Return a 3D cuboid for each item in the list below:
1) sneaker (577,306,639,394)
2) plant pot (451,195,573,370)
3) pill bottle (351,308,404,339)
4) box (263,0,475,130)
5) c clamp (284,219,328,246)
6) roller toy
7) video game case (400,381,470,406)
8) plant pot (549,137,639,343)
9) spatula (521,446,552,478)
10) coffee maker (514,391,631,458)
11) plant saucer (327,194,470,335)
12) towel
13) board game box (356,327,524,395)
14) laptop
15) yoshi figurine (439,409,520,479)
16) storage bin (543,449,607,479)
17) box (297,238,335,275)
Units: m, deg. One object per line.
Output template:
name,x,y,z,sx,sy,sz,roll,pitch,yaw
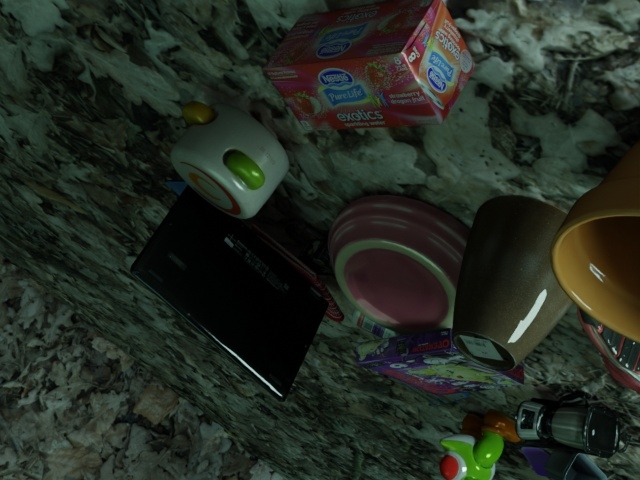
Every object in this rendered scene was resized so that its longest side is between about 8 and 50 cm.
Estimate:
sneaker,0.517,0.193,1.497,0.314,0.116,0.136,41,155,-22
plant pot,0.304,0.084,1.405,0.215,0.230,0.215,25,153,14
pill bottle,0.172,0.167,1.827,0.194,0.108,0.108,26,153,11
box,0.064,-0.240,1.218,0.257,0.122,0.128,5,142,43
c clamp,0.000,0.000,1.825,0.161,0.022,0.137,30,159,1
roller toy,-0.162,-0.149,1.592,0.209,0.146,0.191,31,162,18
video game case,0.279,0.361,2.155,0.119,0.015,0.166,34,153,-7
plant pot,0.462,-0.014,1.098,0.291,0.203,0.291,25,152,14
spatula,0.620,0.617,2.217,0.296,0.030,0.084,42,150,-20
coffee maker,0.525,0.402,1.847,0.178,0.120,0.171,-2,139,49
plant saucer,0.155,0.066,1.629,0.332,0.084,0.332,20,141,17
towel,-0.048,0.077,1.882,0.199,0.031,0.275,37,170,25
board game box,0.248,0.251,1.763,0.208,0.056,0.347,-9,156,34
laptop,-0.202,0.082,1.765,0.382,0.408,0.236,44,134,-18
yoshi figurine,0.371,0.598,2.076,0.203,0.362,0.203,13,148,32
storage bin,0.600,0.565,2.091,0.135,0.098,0.091,43,162,-23
box,0.005,0.034,1.790,0.062,0.052,0.083,43,156,-28
